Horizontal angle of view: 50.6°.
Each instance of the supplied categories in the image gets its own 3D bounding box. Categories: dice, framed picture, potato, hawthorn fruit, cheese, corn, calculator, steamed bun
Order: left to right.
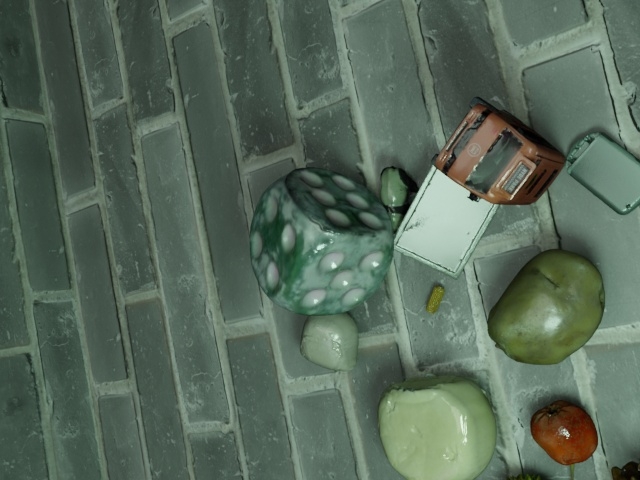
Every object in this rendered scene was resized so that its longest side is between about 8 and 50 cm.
[{"bbox_3d":[0.000,0.000,2.026,0.328,0.330,0.348,58,137,40],"label":"dice"},{"bbox_3d":[0.033,0.307,2.167,0.198,0.154,0.189,14,116,27],"label":"cheese"},{"bbox_3d":[0.346,0.179,2.040,0.037,0.037,0.092,26,103,29],"label":"corn"},{"bbox_3d":[0.344,0.538,1.934,0.334,0.233,0.312,-2,92,41],"label":"steamed bun"},{"bbox_3d":[0.367,-0.058,1.979,0.232,0.019,0.296,27,107,-2],"label":"framed picture"},{"bbox_3d":[0.599,0.182,1.774,0.243,0.221,0.326,35,98,16],"label":"potato"},{"bbox_3d":[0.661,0.569,1.796,0.165,0.165,0.285,-12,97,32],"label":"hawthorn fruit"},{"bbox_3d":[0.761,-0.175,1.772,0.246,0.045,0.141,45,112,23],"label":"calculator"}]

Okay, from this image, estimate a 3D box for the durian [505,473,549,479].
[{"bbox_3d":[0.542,0.779,1.805,0.291,0.225,0.291,3,94,62],"label":"durian"}]

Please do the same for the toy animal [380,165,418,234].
[{"bbox_3d":[0.235,-0.118,2.058,0.094,0.121,0.225,-1,92,32],"label":"toy animal"}]

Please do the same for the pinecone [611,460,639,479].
[{"bbox_3d":[0.782,0.732,1.600,0.384,0.384,0.384,0,91,32],"label":"pinecone"}]

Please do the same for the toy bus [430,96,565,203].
[{"bbox_3d":[0.468,-0.206,1.734,0.233,0.427,0.203,41,111,22],"label":"toy bus"}]
